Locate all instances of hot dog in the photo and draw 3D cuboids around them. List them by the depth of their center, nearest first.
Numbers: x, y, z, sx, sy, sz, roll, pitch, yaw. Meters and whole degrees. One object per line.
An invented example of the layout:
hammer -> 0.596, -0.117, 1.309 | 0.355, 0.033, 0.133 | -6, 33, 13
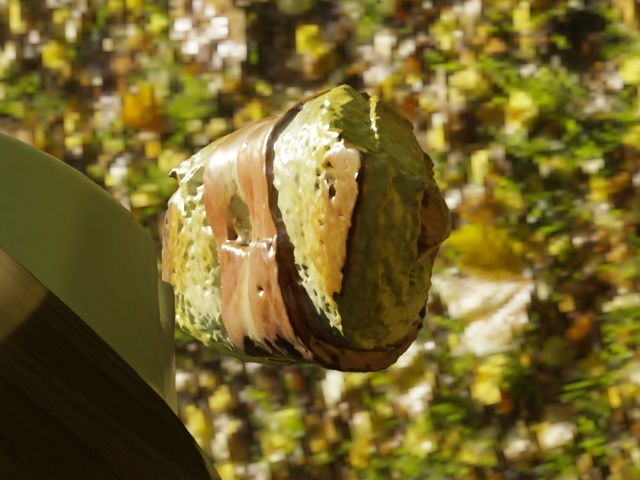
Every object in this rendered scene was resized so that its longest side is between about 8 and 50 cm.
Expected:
hot dog -> 0.005, -0.003, 0.878 | 0.261, 0.093, 0.123 | 175, 92, -68

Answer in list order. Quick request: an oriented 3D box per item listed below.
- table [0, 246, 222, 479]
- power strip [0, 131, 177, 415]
table -> -0.156, 0.152, 0.497 | 0.249, 0.317, 0.317 | -39, 63, 6
power strip -> -0.234, 0.093, 0.784 | 0.357, 0.357, 0.161 | -36, 46, 43
